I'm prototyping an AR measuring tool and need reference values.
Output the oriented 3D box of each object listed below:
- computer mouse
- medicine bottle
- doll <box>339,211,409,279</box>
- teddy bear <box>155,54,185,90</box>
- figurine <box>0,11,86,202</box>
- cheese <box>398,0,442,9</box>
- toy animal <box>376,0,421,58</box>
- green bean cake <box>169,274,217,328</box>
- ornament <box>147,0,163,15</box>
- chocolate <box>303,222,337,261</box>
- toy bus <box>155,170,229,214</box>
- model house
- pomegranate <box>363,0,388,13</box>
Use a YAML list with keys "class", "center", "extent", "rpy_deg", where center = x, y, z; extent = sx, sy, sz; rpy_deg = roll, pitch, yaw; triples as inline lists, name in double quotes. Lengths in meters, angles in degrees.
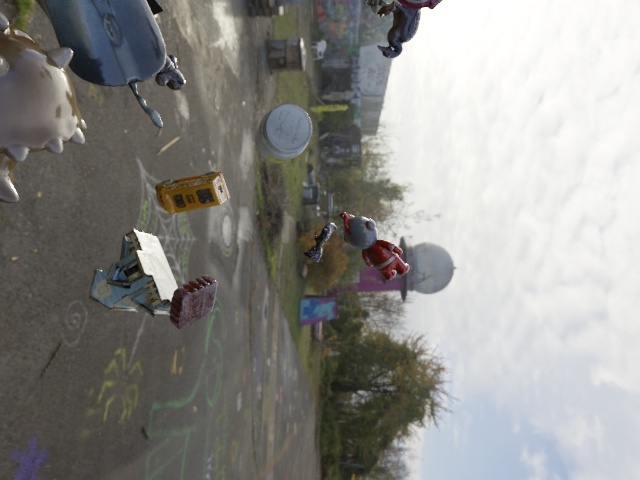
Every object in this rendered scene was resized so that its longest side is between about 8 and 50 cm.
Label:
- class: "computer mouse"
  center: [-0.340, -0.356, 0.659]
  extent: [0.379, 0.167, 0.090]
  rpy_deg: [62, -23, -4]
- class: "medicine bottle"
  center: [-0.107, -0.299, 1.191]
  extent: [0.258, 0.143, 0.144]
  rpy_deg: [-160, -111, -77]
- class: "doll"
  center: [0.139, 0.010, 1.174]
  extent: [0.142, 0.245, 0.076]
  rpy_deg: [-34, -168, 49]
- class: "teddy bear"
  center: [-0.435, -0.478, 1.140]
  extent: [0.160, 0.077, 0.119]
  rpy_deg: [31, 51, -36]
- class: "figurine"
  center: [-0.392, -0.145, 0.517]
  extent: [0.247, 0.173, 0.177]
  rpy_deg: [-62, 171, 13]
- class: "cheese"
  center: [0.157, -0.452, 0.711]
  extent: [0.145, 0.095, 0.038]
  rpy_deg: [53, 12, 9]
- class: "toy animal"
  center: [0.332, -0.909, 1.737]
  extent: [0.298, 0.185, 0.122]
  rpy_deg: [-58, -146, -2]
- class: "green bean cake"
  center: [-0.368, 0.175, 1.217]
  extent: [0.135, 0.056, 0.135]
  rpy_deg: [-25, 139, -51]
- class: "ornament"
  center: [-0.590, -0.906, 1.510]
  extent: [0.088, 0.081, 0.203]
  rpy_deg: [50, 43, -52]
- class: "chocolate"
  center: [0.000, 0.000, 1.472]
  extent: [0.072, 0.070, 0.147]
  rpy_deg: [129, -14, -84]
- class: "toy bus"
  center: [-0.288, -0.099, 0.919]
  extent: [0.074, 0.162, 0.070]
  rpy_deg: [-75, 153, -61]
- class: "model house"
  center: [-0.567, 0.125, 1.248]
  extent: [0.271, 0.206, 0.178]
  rpy_deg: [63, 6, 13]
- class: "pomegranate"
  center: [0.193, -0.915, 1.496]
  extent: [0.148, 0.148, 0.169]
  rpy_deg: [78, -10, -74]
